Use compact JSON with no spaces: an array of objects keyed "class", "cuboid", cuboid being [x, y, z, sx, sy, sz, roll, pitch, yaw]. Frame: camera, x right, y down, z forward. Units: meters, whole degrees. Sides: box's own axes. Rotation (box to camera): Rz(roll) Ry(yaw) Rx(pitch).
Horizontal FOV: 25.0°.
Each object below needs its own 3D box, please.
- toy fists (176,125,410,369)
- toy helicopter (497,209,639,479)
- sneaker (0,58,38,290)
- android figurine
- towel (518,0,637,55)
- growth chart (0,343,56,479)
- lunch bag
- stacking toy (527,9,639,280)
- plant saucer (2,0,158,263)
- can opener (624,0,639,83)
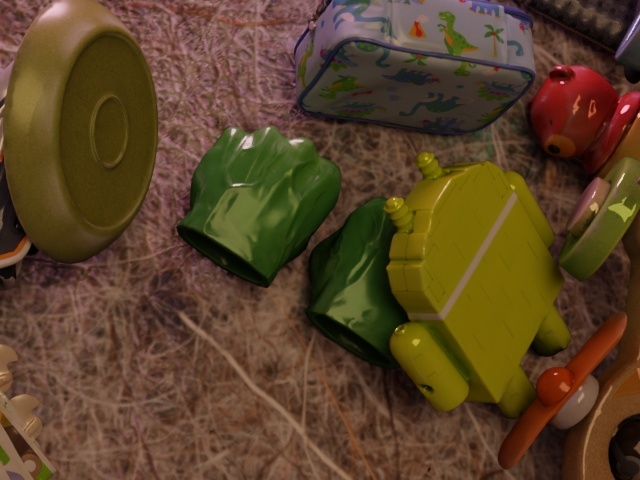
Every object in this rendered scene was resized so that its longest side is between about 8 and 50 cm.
[{"class":"toy fists","cuboid":[0.000,0.000,1.397,0.279,0.096,0.142,34,73,-8]},{"class":"toy helicopter","cuboid":[0.303,0.122,1.397,0.235,0.140,0.355,11,80,-19]},{"class":"sneaker","cuboid":[-0.293,-0.038,1.295,0.127,0.126,0.321,37,73,-1]},{"class":"android figurine","cuboid":[0.149,0.038,1.386,0.273,0.056,0.248,53,55,-30]},{"class":"towel","cuboid":[0.347,-0.364,1.660,0.312,0.056,0.324,27,69,-6]},{"class":"growth chart","cuboid":[-0.307,0.195,1.223,0.172,0.021,0.237,-27,107,-27]},{"class":"lunch bag","cuboid":[0.089,-0.178,1.439,0.219,0.176,0.090,7,66,-18]},{"class":"stacking toy","cuboid":[0.284,-0.130,1.402,0.130,0.309,0.279,31,50,1]},{"class":"plant saucer","cuboid":[-0.202,-0.098,1.291,0.037,0.241,0.241,4,67,21]},{"class":"can opener","cuboid":[0.365,-0.257,1.569,0.073,0.059,0.186,20,69,-9]}]
